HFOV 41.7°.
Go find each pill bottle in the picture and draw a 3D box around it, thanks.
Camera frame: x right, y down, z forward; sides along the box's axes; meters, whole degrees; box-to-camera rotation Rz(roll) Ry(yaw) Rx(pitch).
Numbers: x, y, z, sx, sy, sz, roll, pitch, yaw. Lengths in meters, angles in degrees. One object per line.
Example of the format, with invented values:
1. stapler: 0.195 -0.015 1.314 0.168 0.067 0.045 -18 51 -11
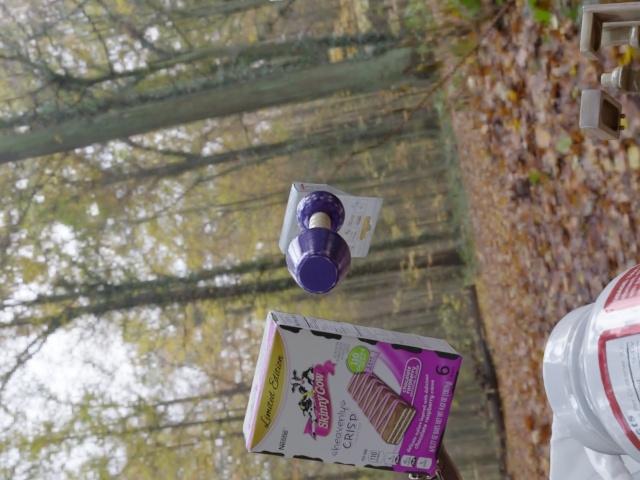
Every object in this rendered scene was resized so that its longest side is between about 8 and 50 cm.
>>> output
1. pill bottle: 0.401 0.107 0.785 0.408 0.229 0.228 146 119 -63

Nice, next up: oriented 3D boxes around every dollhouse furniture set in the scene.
1. dollhouse furniture set: 0.415 -0.214 1.089 0.144 0.123 0.151 4 -90 -57

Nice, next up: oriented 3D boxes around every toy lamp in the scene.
1. toy lamp: 0.000 0.000 1.058 0.274 0.080 0.080 -83 -18 -73

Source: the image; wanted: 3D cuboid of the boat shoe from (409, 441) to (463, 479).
1. boat shoe: 0.164 0.348 1.313 0.073 0.073 0.206 -51 48 41

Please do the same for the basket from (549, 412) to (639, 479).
1. basket: 0.544 0.420 1.311 0.328 0.267 0.331 -111 10 -52

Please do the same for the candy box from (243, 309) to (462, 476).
1. candy box: 0.037 0.185 1.011 0.071 0.234 0.159 -138 59 -76

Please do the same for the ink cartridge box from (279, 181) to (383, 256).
1. ink cartridge box: 0.019 -0.039 1.648 0.045 0.179 0.145 -118 36 -52
